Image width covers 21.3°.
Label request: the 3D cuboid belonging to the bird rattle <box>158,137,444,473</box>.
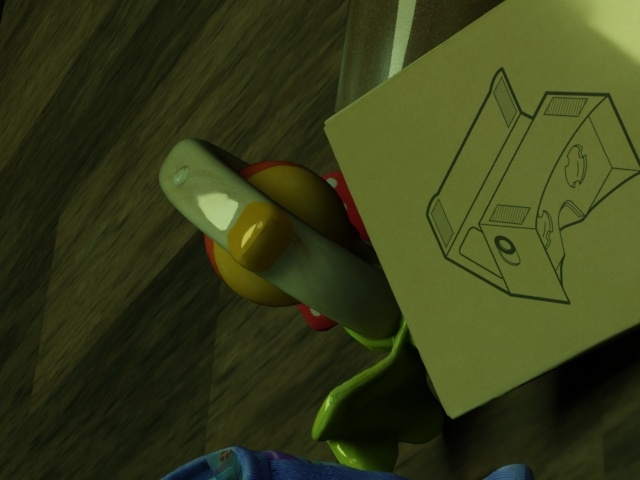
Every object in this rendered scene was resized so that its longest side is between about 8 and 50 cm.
[{"bbox_3d":[0.000,0.000,0.959,0.143,0.207,0.253,-48,37,10],"label":"bird rattle"}]

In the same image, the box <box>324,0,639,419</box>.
[{"bbox_3d":[0.102,-0.027,0.790,0.201,0.021,0.164,-31,75,39],"label":"box"}]

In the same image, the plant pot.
[{"bbox_3d":[0.083,-0.127,0.905,0.167,0.167,0.165,-147,69,-67],"label":"plant pot"}]

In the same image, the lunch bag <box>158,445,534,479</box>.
[{"bbox_3d":[0.015,0.168,0.743,0.293,0.221,0.138,-49,32,45],"label":"lunch bag"}]
